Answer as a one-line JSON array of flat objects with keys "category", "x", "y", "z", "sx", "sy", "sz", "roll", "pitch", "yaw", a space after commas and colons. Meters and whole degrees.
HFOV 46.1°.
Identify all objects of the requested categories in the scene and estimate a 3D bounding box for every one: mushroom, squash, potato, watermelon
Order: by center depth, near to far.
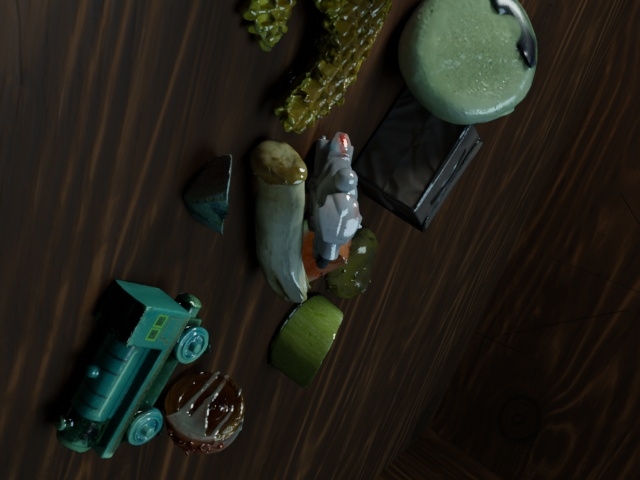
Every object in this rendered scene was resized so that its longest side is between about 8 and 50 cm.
[{"category": "watermelon", "x": -0.170, "y": -0.068, "z": 1.206, "sx": 0.094, "sy": 0.081, "sz": 0.180, "roll": -60, "pitch": 178, "yaw": -38}, {"category": "mushroom", "x": -0.071, "y": -0.025, "z": 1.370, "sx": 0.095, "sy": 0.123, "sz": 0.351, "roll": -32, "pitch": 141, "yaw": -26}, {"category": "watermelon", "x": -0.015, "y": -0.008, "z": 1.543, "sx": 0.145, "sy": 0.137, "sz": 0.193, "roll": 47, "pitch": 73, "yaw": -29}, {"category": "squash", "x": -0.014, "y": 0.241, "z": 1.799, "sx": 0.220, "sy": 0.133, "sz": 0.220, "roll": -51, "pitch": 159, "yaw": -28}, {"category": "potato", "x": 0.087, "y": 0.061, "z": 1.826, "sx": 0.164, "sy": 0.081, "sz": 0.200, "roll": -33, "pitch": 143, "yaw": -41}]

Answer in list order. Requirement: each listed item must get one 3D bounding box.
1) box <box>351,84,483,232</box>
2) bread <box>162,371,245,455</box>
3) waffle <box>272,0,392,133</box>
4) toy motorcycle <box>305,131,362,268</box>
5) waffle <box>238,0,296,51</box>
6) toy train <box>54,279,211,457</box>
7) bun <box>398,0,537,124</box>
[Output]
[{"category": "box", "x": 0.213, "y": -0.184, "z": 1.655, "sx": 0.252, "sy": 0.188, "sz": 0.153, "roll": -55, "pitch": 158, "yaw": -2}, {"category": "bread", "x": -0.227, "y": 0.334, "z": 1.454, "sx": 0.160, "sy": 0.160, "sz": 0.073, "roll": -41, "pitch": 160, "yaw": -34}, {"category": "waffle", "x": 0.026, "y": -0.323, "z": 1.240, "sx": 0.260, "sy": 0.069, "sz": 0.293, "roll": -40, "pitch": 162, "yaw": -51}, {"category": "toy motorcycle", "x": 0.027, "y": -0.084, "z": 1.389, "sx": 0.171, "sy": 0.110, "sz": 0.260, "roll": 132, "pitch": -34, "yaw": -61}, {"category": "waffle", "x": -0.041, "y": -0.374, "z": 1.107, "sx": 0.194, "sy": 0.051, "sz": 0.149, "roll": -55, "pitch": 154, "yaw": -8}, {"category": "toy train", "x": -0.310, "y": 0.209, "z": 1.210, "sx": 0.298, "sy": 0.120, "sz": 0.194, "roll": -60, "pitch": 148, "yaw": 5}, {"category": "bun", "x": 0.287, "y": -0.378, "z": 1.540, "sx": 0.293, "sy": 0.293, "sz": 0.187, "roll": -58, "pitch": -169, "yaw": -2}]
